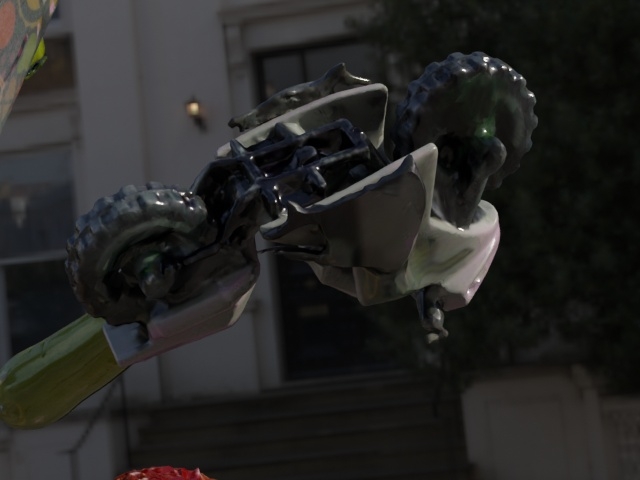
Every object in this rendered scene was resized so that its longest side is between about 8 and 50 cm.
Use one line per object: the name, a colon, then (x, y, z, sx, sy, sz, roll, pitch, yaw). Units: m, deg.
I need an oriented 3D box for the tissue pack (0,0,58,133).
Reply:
tissue pack: (-0.188, -0.131, 0.755, 0.060, 0.148, 0.108, 16, -19, 9)

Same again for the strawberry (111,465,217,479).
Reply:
strawberry: (-0.141, 0.334, 1.242, 0.239, 0.250, 0.288, -28, 4, -14)

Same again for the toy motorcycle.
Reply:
toy motorcycle: (0.000, 0.000, 0.918, 0.327, 0.188, 0.143, -23, 43, -12)

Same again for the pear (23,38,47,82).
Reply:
pear: (-0.492, -0.251, 1.625, 0.292, 0.292, 0.159, -6, 13, -5)

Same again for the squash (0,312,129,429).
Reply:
squash: (-0.237, 0.113, 1.401, 0.250, 0.083, 0.083, -36, -16, 21)
